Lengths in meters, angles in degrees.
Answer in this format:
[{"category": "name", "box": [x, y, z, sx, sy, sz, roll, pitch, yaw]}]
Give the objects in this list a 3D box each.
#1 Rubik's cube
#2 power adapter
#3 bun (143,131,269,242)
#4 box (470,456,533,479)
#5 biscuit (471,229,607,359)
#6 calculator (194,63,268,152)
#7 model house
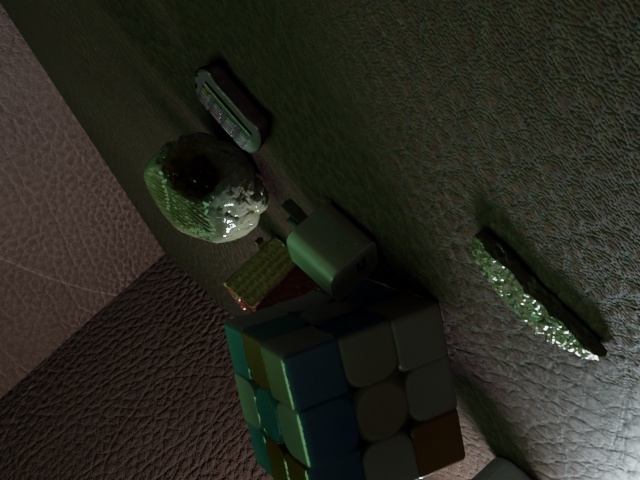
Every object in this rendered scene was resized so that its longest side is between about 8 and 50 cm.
[{"category": "Rubik's cube", "box": [0.043, 0.299, 1.846, 0.346, 0.347, 0.344, 15, 120, 63]}, {"category": "power adapter", "box": [0.000, 0.000, 1.816, 0.205, 0.125, 0.130, 43, 166, 22]}, {"category": "bun", "box": [-0.248, -0.124, 2.069, 0.281, 0.205, 0.281, 34, 149, 24]}, {"category": "box", "box": [0.440, 0.668, 2.178, 0.291, 0.206, 0.262, 48, 167, -8]}, {"category": "biscuit", "box": [0.307, 0.090, 1.345, 0.250, 0.032, 0.133, 45, 167, 6]}, {"category": "calculator", "box": [-0.180, -0.261, 1.822, 0.194, 0.043, 0.294, 48, 170, -6]}, {"category": "model house", "box": [-0.121, 0.125, 2.381, 0.254, 0.196, 0.160, 48, 168, -2]}]
